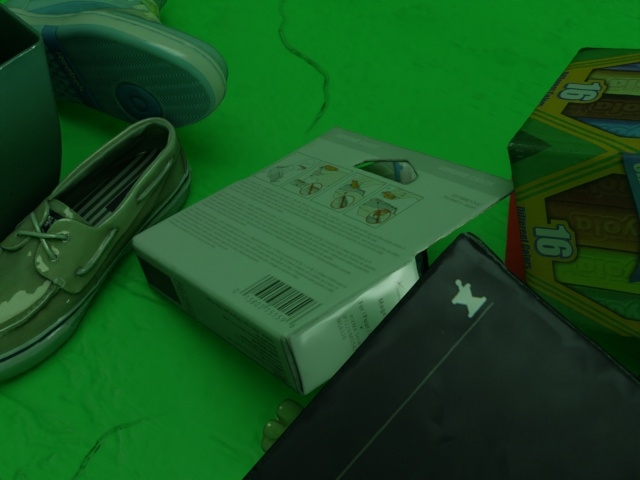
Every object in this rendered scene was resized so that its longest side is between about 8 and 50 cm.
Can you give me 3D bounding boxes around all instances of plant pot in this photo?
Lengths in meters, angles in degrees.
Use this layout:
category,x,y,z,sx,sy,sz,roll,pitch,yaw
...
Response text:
category,x,y,z,sx,sy,sz,roll,pitch,yaw
plant pot,-0.336,-0.094,0.944,0.165,0.234,0.165,38,64,23

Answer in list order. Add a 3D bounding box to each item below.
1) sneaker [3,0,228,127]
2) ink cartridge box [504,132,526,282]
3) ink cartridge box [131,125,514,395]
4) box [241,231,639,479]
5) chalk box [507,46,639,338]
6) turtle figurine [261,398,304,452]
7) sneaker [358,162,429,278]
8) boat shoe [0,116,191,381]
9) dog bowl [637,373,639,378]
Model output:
category,x,y,z,sx,sy,sz,roll,pitch,yaw
sneaker,-0.188,-0.231,1.072,0.319,0.127,0.208,16,54,30
ink cartridge box,0.300,-0.035,1.004,0.232,0.066,0.189,10,56,3
ink cartridge box,0.000,0.000,0.907,0.239,0.060,0.275,-30,30,-23
box,0.076,0.231,0.522,0.312,0.179,0.343,42,87,10
chalk box,0.318,-0.032,0.817,0.288,0.180,0.179,8,39,33
turtle figurine,0.074,0.156,0.766,0.266,0.198,0.274,27,17,38
sneaker,0.057,0.000,0.982,0.082,0.071,0.191,-8,47,3
boat shoe,-0.235,-0.002,0.963,0.109,0.094,0.302,29,60,19
dog bowl,0.410,0.182,0.822,0.348,0.102,0.349,-1,55,1
